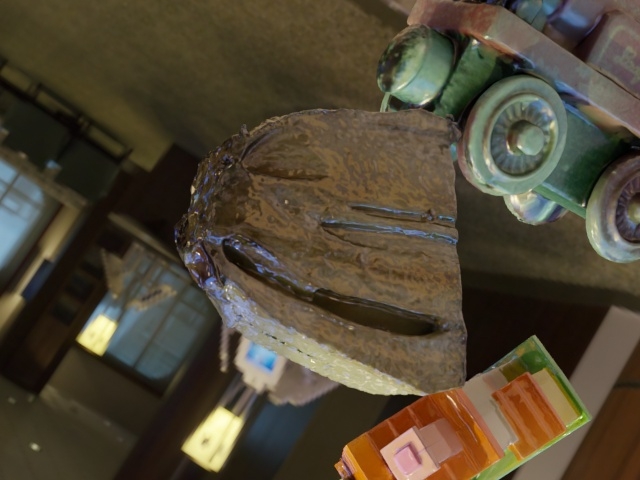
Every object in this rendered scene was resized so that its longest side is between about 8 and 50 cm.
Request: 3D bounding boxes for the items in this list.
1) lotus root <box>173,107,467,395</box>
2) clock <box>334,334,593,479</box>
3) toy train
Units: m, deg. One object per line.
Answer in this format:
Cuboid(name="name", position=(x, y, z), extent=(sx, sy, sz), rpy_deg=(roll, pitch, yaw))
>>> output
Cuboid(name="lotus root", position=(-0.002, -0.001, 0.496), extent=(0.144, 0.143, 0.070), rpy_deg=(14, 163, -26))
Cuboid(name="clock", position=(0.120, 0.222, 1.041), extent=(0.255, 0.220, 0.106), rpy_deg=(-12, -117, -53))
Cuboid(name="toy train", position=(0.190, -0.121, 0.772), extent=(0.304, 0.222, 0.150), rpy_deg=(23, -175, -31))
